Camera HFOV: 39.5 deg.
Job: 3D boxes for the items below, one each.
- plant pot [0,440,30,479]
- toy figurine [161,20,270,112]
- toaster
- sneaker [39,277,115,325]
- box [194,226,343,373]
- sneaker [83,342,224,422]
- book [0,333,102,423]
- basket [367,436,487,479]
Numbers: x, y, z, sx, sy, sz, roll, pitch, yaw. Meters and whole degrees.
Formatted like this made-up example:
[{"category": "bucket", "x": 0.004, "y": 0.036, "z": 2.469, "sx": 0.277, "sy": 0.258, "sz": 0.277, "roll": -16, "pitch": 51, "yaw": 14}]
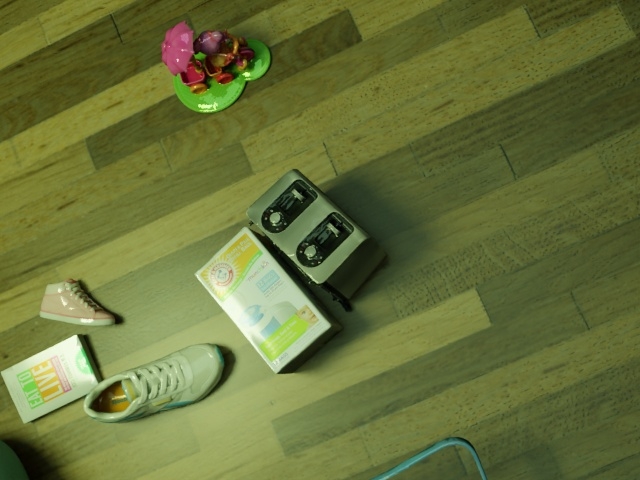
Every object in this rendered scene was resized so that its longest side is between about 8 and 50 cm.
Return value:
[{"category": "plant pot", "x": -0.557, "y": 0.408, "z": 1.360, "sx": 0.290, "sy": 0.290, "sz": 0.195, "roll": -8, "pitch": 38, "yaw": 11}, {"category": "toy figurine", "x": -0.179, "y": -0.292, "z": 1.411, "sx": 0.173, "sy": 0.159, "sz": 0.130, "roll": -18, "pitch": 79, "yaw": 9}, {"category": "toaster", "x": 0.000, "y": 0.000, "z": 1.333, "sx": 0.110, "sy": 0.186, "sz": 0.168, "roll": -46, "pitch": 68, "yaw": 0}, {"category": "sneaker", "x": -0.396, "y": 0.100, "z": 1.460, "sx": 0.134, "sy": 0.051, "sz": 0.070, "roll": 8, "pitch": 89, "yaw": 17}, {"category": "box", "x": -0.079, "y": 0.093, "z": 1.366, "sx": 0.114, "sy": 0.103, "sz": 0.203, "roll": -41, "pitch": 76, "yaw": 4}, {"category": "sneaker", "x": -0.257, "y": 0.228, "z": 1.392, "sx": 0.229, "sy": 0.092, "sz": 0.087, "roll": -26, "pitch": 76, "yaw": 6}, {"category": "book", "x": -0.438, "y": 0.228, "z": 1.465, "sx": 0.144, "sy": 0.035, "sz": 0.096, "roll": -27, "pitch": 82, "yaw": 6}, {"category": "basket", "x": 0.150, "y": 0.440, "z": 1.218, "sx": 0.255, "sy": 0.201, "sz": 0.289, "roll": -28, "pitch": 87, "yaw": 8}]
